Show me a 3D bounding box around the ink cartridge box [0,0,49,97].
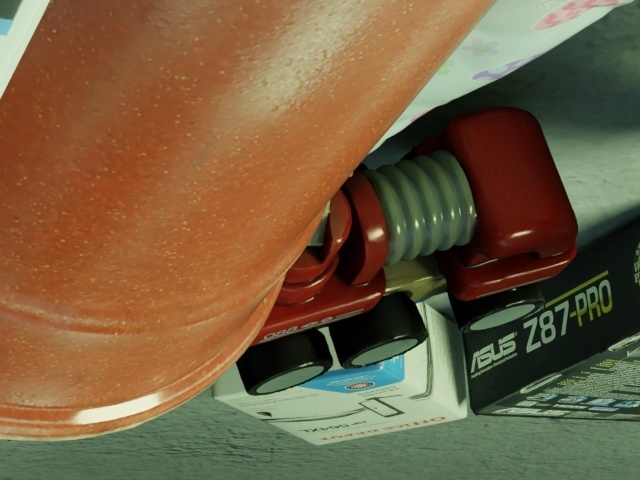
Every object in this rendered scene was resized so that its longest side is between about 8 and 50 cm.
[{"bbox_3d":[-0.146,-0.104,0.500,0.045,0.208,0.206,1,132,-42],"label":"ink cartridge box"}]

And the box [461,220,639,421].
[{"bbox_3d":[0.361,0.071,1.439,0.395,0.097,0.318,5,160,-27],"label":"box"}]

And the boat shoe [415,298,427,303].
[{"bbox_3d":[0.000,0.000,1.188,0.183,0.066,0.066,13,153,-28],"label":"boat shoe"}]

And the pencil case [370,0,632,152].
[{"bbox_3d":[0.072,-0.125,0.776,0.124,0.113,0.273,9,156,-38],"label":"pencil case"}]

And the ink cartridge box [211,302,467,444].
[{"bbox_3d":[0.018,0.099,1.447,0.148,0.086,0.203,-12,159,21],"label":"ink cartridge box"}]

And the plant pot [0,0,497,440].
[{"bbox_3d":[-0.062,-0.107,0.616,0.272,0.272,0.265,8,149,-31],"label":"plant pot"}]

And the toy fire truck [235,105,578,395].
[{"bbox_3d":[0.040,-0.036,1.005,0.217,0.158,0.246,-15,165,-16],"label":"toy fire truck"}]
